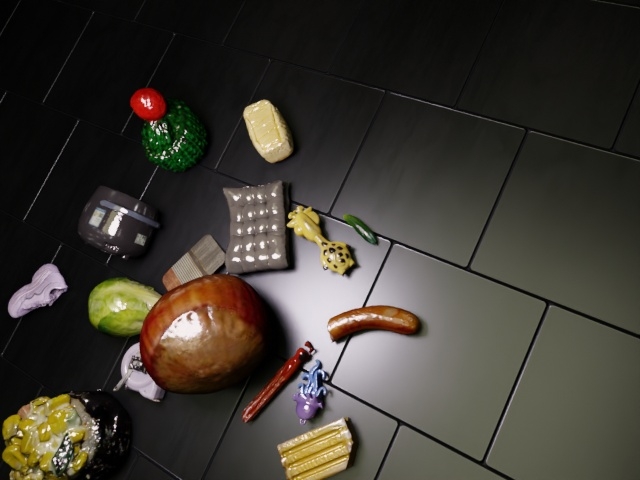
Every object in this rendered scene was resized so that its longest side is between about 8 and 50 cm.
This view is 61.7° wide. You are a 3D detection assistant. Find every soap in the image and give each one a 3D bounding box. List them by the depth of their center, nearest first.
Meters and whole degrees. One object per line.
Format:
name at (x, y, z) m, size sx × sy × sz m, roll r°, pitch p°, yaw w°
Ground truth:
soap at (0.000, 0.637, 1.606) m, size 0.232 × 0.073 × 0.140 m, roll -27°, pitch 70°, yaw 9°

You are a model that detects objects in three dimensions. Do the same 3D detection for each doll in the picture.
doll at (-0.028, 0.471, 1.671) m, size 0.110 × 0.067 × 0.205 m, roll 2°, pitch 64°, yaw 33°
doll at (0.000, 0.000, 1.784) m, size 0.117 × 0.086 × 0.291 m, roll -39°, pitch 68°, yaw -12°

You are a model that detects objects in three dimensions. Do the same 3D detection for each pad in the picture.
pad at (-0.512, 0.045, 1.955) m, size 0.250 × 0.055 × 0.323 m, roll -45°, pitch 71°, yaw 2°

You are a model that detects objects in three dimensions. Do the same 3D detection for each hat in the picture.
hat at (-0.583, -0.422, 1.966) m, size 0.242 × 0.332 × 0.274 m, roll -37°, pitch 65°, yaw 3°

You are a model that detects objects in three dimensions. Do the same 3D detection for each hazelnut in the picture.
hazelnut at (-0.363, 0.288, 1.693) m, size 0.421 × 0.352 × 0.420 m, roll -25°, pitch 34°, yaw 18°

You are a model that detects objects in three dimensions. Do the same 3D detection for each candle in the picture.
candle at (-0.140, 0.456, 1.716) m, size 0.048 × 0.051 × 0.329 m, roll 42°, pitch 90°, yaw 26°

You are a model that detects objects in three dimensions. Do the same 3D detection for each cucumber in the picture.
cucumber at (0.136, -0.038, 1.777) m, size 0.039 × 0.039 × 0.168 m, roll -46°, pitch 64°, yaw 1°

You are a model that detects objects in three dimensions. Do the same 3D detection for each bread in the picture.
bread at (-0.185, -0.395, 1.948) m, size 0.140 × 0.106 × 0.236 m, roll -27°, pitch 68°, yaw 10°

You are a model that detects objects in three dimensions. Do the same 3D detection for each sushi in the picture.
sushi at (-0.835, 0.658, 1.761) m, size 0.329 × 0.285 × 0.327 m, roll -9°, pitch 72°, yaw 15°

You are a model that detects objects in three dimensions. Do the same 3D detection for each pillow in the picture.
pillow at (-0.220, -0.048, 1.865) m, size 0.228 × 0.101 × 0.326 m, roll -7°, pitch 74°, yaw 15°

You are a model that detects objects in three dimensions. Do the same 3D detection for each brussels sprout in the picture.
brussels sprout at (-0.670, 0.237, 1.872) m, size 0.272 × 0.219 × 0.210 m, roll 2°, pitch 65°, yaw -2°

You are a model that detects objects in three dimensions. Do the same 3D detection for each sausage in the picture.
sausage at (0.156, 0.254, 1.665) m, size 0.303 × 0.076 × 0.102 m, roll -9°, pitch 80°, yaw 17°

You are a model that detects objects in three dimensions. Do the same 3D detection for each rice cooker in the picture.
rice cooker at (-0.733, -0.060, 1.958) m, size 0.267 × 0.267 × 0.224 m, roll 19°, pitch 82°, yaw 22°

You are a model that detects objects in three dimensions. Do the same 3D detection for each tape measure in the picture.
tape measure at (-0.603, 0.440, 1.845) m, size 0.179 × 0.105 × 0.195 m, roll 5°, pitch 77°, yaw 20°

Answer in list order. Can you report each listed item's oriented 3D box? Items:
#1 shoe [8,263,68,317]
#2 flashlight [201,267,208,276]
shoe at (-1.087, 0.218, 2.075) m, size 0.138 × 0.095 × 0.245 m, roll 37°, pitch 82°, yaw 26°
flashlight at (-0.420, 0.152, 1.907) m, size 0.052 × 0.031 × 0.110 m, roll 10°, pitch 78°, yaw 21°
